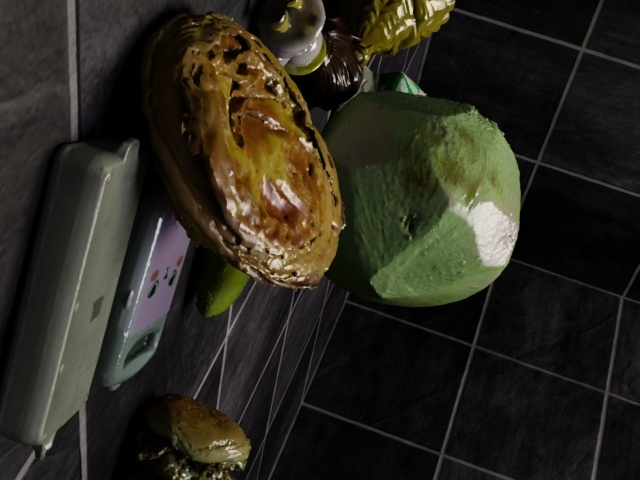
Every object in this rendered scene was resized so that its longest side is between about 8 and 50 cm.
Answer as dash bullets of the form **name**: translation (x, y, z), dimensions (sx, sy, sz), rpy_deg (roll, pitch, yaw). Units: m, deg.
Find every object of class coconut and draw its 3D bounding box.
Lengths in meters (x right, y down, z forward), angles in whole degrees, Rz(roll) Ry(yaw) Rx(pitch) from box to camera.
- **coconut**: translation (0.114, -0.048, 1.415), dimensions (0.281, 0.328, 0.328), rpy_deg (-51, -170, 47)

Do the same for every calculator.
- **calculator**: translation (-0.179, 0.039, 1.049), dimensions (0.141, 0.045, 0.246), rpy_deg (-35, 144, -78)

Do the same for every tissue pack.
- **tissue pack**: translation (0.088, -0.231, 2.058), dimensions (0.156, 0.148, 0.209), rpy_deg (33, 74, -42)

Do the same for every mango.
- **mango**: translation (-0.122, 0.023, 1.355), dimensions (0.165, 0.074, 0.091), rpy_deg (-60, 179, 9)

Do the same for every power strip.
- **power strip**: translation (-0.203, 0.041, 0.853), dimensions (0.118, 0.046, 0.271), rpy_deg (-54, 160, -77)

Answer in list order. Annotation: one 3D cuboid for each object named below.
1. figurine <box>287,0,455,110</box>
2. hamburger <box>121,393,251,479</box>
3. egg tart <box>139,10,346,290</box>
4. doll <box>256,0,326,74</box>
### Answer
- **figurine**: translation (0.048, -0.290, 1.517), dimensions (0.315, 0.187, 0.168), rpy_deg (-54, 168, -41)
- **hamburger**: translation (-0.162, 0.272, 1.348), dimensions (0.185, 0.159, 0.131), rpy_deg (11, 95, -64)
- **egg tart**: translation (-0.083, -0.076, 0.975), dimensions (0.297, 0.132, 0.297), rpy_deg (43, 35, -39)
- **doll**: translation (-0.032, -0.255, 1.261), dimensions (0.129, 0.081, 0.207), rpy_deg (-63, 175, -3)
